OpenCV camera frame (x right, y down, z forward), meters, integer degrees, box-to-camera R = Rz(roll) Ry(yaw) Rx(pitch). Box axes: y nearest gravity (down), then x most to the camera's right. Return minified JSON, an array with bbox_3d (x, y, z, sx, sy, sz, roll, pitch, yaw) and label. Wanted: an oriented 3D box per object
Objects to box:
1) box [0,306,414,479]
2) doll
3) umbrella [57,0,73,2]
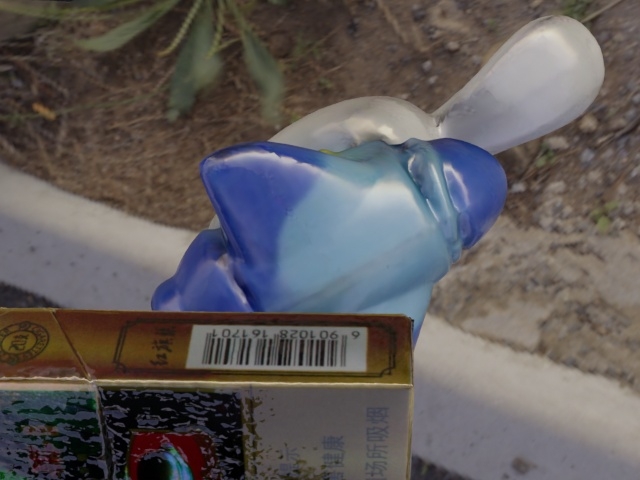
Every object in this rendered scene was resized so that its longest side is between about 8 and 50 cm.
[{"bbox_3d":[-0.067,0.117,0.732,0.240,0.071,0.159,0,129,2],"label":"box"},{"bbox_3d":[0.007,0.006,0.907,0.187,0.365,0.376,39,124,2],"label":"doll"},{"bbox_3d":[-0.243,-0.220,0.992,0.118,0.340,0.118,15,109,50],"label":"umbrella"}]
